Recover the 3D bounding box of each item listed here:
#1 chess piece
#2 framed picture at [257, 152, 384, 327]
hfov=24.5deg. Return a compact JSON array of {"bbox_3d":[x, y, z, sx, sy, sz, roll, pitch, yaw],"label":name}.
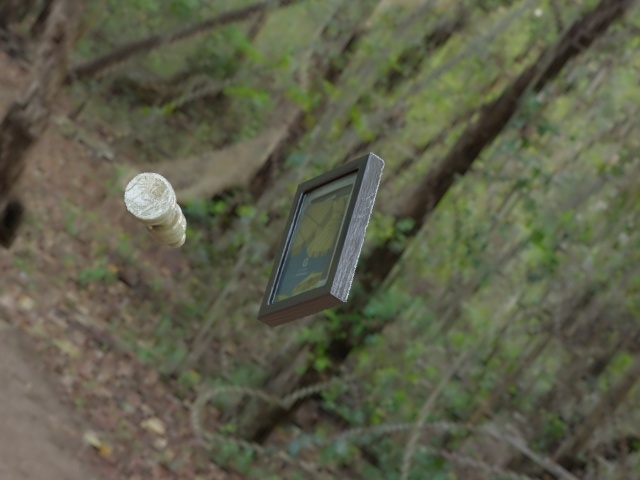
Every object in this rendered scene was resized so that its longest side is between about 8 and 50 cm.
[{"bbox_3d":[-0.111,-0.015,1.041,0.035,0.035,0.092,36,-11,17],"label":"chess piece"},{"bbox_3d":[0.000,0.000,1.517,0.023,0.169,0.128,32,-31,-26],"label":"framed picture"}]
